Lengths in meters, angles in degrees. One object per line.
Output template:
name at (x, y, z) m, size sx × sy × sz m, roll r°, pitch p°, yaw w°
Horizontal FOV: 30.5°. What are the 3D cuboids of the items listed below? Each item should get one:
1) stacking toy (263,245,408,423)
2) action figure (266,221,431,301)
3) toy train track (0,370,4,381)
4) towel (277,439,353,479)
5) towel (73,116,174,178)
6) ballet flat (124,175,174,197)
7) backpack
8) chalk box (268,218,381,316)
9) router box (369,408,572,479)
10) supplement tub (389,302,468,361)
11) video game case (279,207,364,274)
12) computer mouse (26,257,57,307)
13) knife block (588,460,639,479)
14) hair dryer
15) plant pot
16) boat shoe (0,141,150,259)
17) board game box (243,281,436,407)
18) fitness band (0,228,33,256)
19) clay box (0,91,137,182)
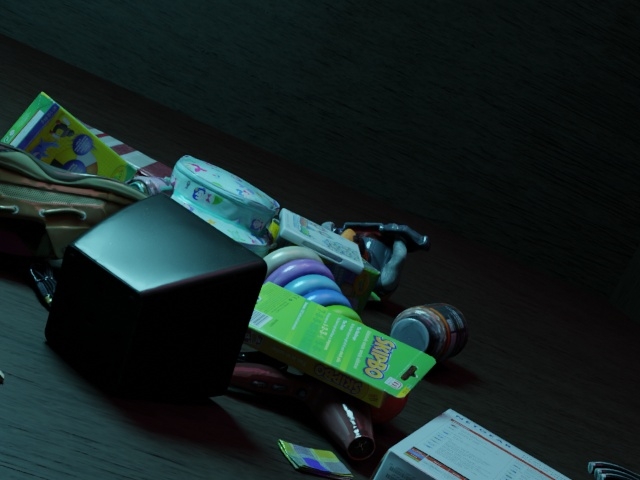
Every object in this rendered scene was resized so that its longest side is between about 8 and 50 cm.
stacking toy at (0.017, 0.142, 1.688) m, size 0.141 × 0.141 × 0.330 m, roll 18°, pitch 17°, yaw -39°
action figure at (0.022, 0.039, 2.296) m, size 0.341 × 0.179 × 0.330 m, roll -2°, pitch -21°, yaw 45°
toy train track at (-0.353, 0.120, 1.166) m, size 0.083 × 0.014 × 0.048 m, roll 23°, pitch 11°, yaw -20°
towel at (-0.006, 0.255, 1.367) m, size 0.083 × 0.009 × 0.060 m, roll 20°, pitch 13°, yaw -34°
towel at (-0.405, -0.167, 2.444) m, size 0.329 × 0.037 × 0.237 m, roll 28°, pitch 8°, yaw -2°
ballet flat at (-0.294, -0.044, 1.717) m, size 0.221 × 0.077 × 0.079 m, roll -19°, pitch -8°, yaw 40°
backpack at (-0.182, -0.016, 1.839) m, size 0.225 × 0.191 × 0.253 m, roll 27°, pitch 15°, yaw -1°
chalk box at (0.002, 0.072, 1.982) m, size 0.213 × 0.132 × 0.132 m, roll 21°, pitch 10°, yaw -32°
router box at (0.243, 0.337, 1.376) m, size 0.335 × 0.082 × 0.301 m, roll 30°, pitch 10°, yaw 17°
supplement tub at (0.184, 0.164, 2.045) m, size 0.106 × 0.106 × 0.198 m, roll 30°, pitch 10°, yaw 20°
video game case at (0.000, 0.000, 1.898) m, size 0.143 × 0.019 × 0.157 m, roll 26°, pitch 11°, yaw -8°
computer mouse at (-0.277, 0.073, 1.515) m, size 0.193 × 0.042 × 0.106 m, roll 19°, pitch 12°, yaw -37°
knife block at (0.507, 0.399, 1.714) m, size 0.242 × 0.088 × 0.275 m, roll 32°, pitch 12°, yaw 24°
hair dryer at (-0.043, 0.192, 1.500) m, size 0.293 × 0.080 × 0.223 m, roll 28°, pitch 29°, yaw 28°
plant pot at (-0.202, 0.075, 1.346) m, size 0.188 × 0.187 × 0.167 m, roll 32°, pitch 25°, yaw 28°
boat shoe at (-0.351, -0.030, 1.538) m, size 0.324 × 0.120 × 0.122 m, roll 18°, pitch -22°, yaw -29°
board game box at (0.011, 0.134, 1.510) m, size 0.259 × 0.039 × 0.124 m, roll 21°, pitch 27°, yaw 20°
fitness band at (-0.491, -0.066, 1.652) m, size 0.209 × 0.054 × 0.291 m, roll 16°, pitch 15°, yaw -46°
clay box at (-0.377, -0.107, 1.776) m, size 0.053 × 0.127 × 0.222 m, roll 35°, pitch -5°, yaw 46°
